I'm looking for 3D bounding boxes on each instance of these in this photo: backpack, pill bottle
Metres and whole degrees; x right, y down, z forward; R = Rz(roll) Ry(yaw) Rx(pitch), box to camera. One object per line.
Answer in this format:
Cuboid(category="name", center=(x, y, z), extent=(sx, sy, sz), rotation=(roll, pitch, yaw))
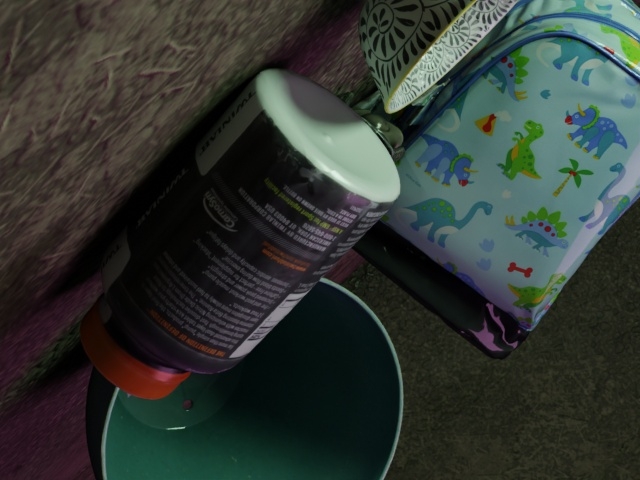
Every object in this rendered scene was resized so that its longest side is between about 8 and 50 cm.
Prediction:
Cuboid(category="backpack", center=(0.188, -0.091, 1.389), extent=(0.355, 0.290, 0.273), rotation=(-50, -171, 3))
Cuboid(category="pill bottle", center=(-0.068, 0.006, 1.018), extent=(0.245, 0.130, 0.130), rotation=(-46, 174, 23))

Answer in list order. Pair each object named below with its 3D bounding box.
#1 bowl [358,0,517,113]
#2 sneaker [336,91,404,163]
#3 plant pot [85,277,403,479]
Cuboid(category="bowl", center=(0.079, -0.174, 0.986), extent=(0.170, 0.080, 0.170), rotation=(-43, 174, -5))
Cuboid(category="sneaker", center=(0.014, -0.080, 1.212), extent=(0.130, 0.087, 0.227), rotation=(-45, 178, -12))
Cuboid(category="plant pot", center=(-0.097, 0.142, 1.331), extent=(0.290, 0.290, 0.195), rotation=(-43, -150, -11))
